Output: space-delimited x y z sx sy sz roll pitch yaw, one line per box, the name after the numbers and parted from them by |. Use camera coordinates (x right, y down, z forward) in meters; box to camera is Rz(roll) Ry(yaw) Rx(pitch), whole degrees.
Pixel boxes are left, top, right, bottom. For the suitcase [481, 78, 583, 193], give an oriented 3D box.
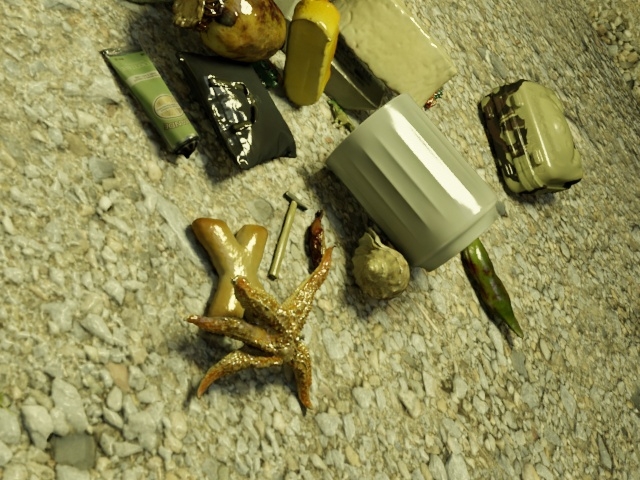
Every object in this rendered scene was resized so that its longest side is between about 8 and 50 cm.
0.671 -0.315 2.121 0.339 0.194 0.351 0 72 -48 | suitcase

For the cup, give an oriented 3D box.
0.203 -0.117 1.518 0.327 0.237 0.323 50 6 2 | cup

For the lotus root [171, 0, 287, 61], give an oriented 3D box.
-0.154 -0.426 1.318 0.169 0.141 0.314 58 26 13 | lotus root

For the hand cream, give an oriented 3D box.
-0.292 -0.250 1.231 0.086 0.055 0.235 -30 86 -51 | hand cream

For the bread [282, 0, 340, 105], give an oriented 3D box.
-0.024 -0.390 1.440 0.102 0.245 0.094 17 58 3 | bread

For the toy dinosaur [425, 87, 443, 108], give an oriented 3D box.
0.317 -0.419 1.919 0.055 0.049 0.154 42 52 -20 | toy dinosaur

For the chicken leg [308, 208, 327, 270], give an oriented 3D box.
-0.002 -0.001 1.413 0.062 0.037 0.145 32 48 -60 | chicken leg

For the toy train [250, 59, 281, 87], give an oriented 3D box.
-0.122 -0.371 1.464 0.103 0.044 0.064 51 33 -15 | toy train

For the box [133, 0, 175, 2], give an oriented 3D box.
-0.284 -0.653 1.372 0.373 0.090 0.367 -18 84 -41 | box

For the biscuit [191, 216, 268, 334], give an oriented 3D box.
-0.144 0.063 1.232 0.164 0.047 0.207 7 67 -45 | biscuit

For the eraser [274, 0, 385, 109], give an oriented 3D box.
0.004 -0.433 1.591 0.352 0.077 0.111 41 48 -24 | eraser

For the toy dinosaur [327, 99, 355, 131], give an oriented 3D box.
0.060 -0.282 1.618 0.120 0.029 0.060 38 32 -30 | toy dinosaur

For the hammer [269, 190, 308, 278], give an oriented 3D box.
-0.067 -0.007 1.366 0.062 0.013 0.198 36 50 -28 | hammer

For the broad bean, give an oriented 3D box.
0.430 0.107 1.776 0.077 0.061 0.339 -28 93 -60 | broad bean

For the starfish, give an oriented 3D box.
-0.088 0.140 1.163 0.294 0.084 0.301 11 93 -45 | starfish

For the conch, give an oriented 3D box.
0.136 0.047 1.460 0.207 0.130 0.155 0 86 -64 | conch

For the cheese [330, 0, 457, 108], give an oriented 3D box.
0.171 -0.472 1.637 0.332 0.153 0.292 49 17 -6 | cheese

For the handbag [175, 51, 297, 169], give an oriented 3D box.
-0.158 -0.259 1.340 0.211 0.089 0.254 -26 88 -58 | handbag
